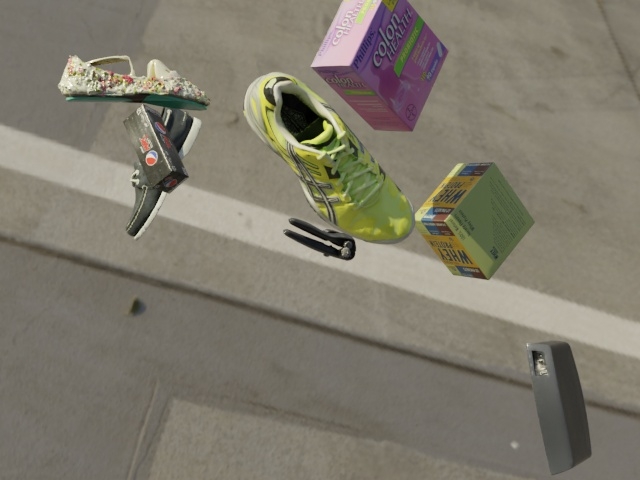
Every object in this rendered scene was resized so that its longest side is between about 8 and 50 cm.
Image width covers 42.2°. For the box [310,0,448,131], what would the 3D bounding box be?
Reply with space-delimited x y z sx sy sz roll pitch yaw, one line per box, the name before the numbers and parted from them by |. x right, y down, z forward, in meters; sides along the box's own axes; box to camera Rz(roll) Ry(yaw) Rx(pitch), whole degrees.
box | 0.131 -0.386 1.757 0.243 0.117 0.214 38 71 -40

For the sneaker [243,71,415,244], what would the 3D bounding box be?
sneaker | 0.016 -0.129 1.430 0.384 0.145 0.147 42 -4 -11

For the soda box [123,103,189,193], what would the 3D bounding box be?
soda box | -0.316 -0.175 1.586 0.053 0.060 0.169 19 40 -58

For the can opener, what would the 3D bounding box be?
can opener | 0.000 0.000 1.692 0.186 0.059 0.073 15 0 -39

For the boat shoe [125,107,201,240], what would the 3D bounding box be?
boat shoe | -0.359 -0.148 1.779 0.091 0.114 0.303 28 71 -20

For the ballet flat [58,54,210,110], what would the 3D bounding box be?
ballet flat | -0.291 -0.253 1.319 0.241 0.091 0.077 1 91 -24

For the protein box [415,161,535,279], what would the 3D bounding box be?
protein box | 0.366 -0.047 1.989 0.201 0.136 0.200 -48 114 -19

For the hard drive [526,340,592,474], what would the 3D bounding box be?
hard drive | 0.481 0.327 1.661 0.172 0.054 0.255 6 72 -57
